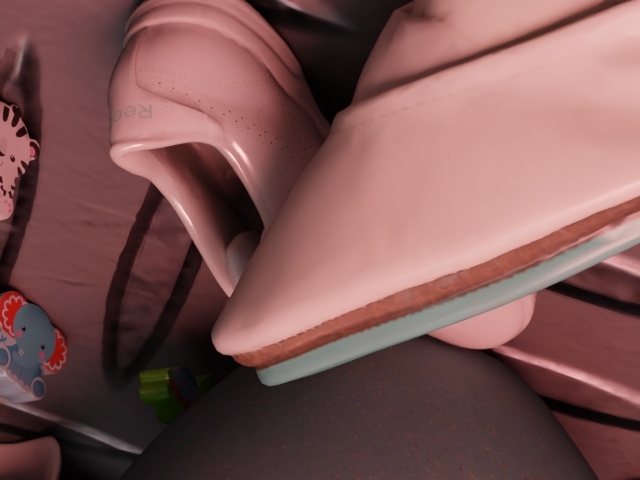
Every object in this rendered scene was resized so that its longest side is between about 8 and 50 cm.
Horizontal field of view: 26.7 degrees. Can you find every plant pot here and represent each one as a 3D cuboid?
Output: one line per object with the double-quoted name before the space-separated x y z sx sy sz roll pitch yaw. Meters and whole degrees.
"plant pot" 0.021 0.154 0.599 0.290 0.195 0.290 8 150 5

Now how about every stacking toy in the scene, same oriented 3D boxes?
"stacking toy" -0.166 0.028 0.635 0.167 0.052 0.221 -11 136 27

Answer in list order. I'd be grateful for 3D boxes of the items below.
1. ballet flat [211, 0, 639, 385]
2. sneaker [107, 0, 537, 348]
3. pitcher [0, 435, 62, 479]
"ballet flat" 0.126 -0.077 0.385 0.400 0.139 0.139 -22 129 25
"sneaker" 0.000 0.000 0.523 0.212 0.094 0.080 36 133 -26
"pitcher" -0.178 0.206 0.799 0.178 0.125 0.207 6 133 39
